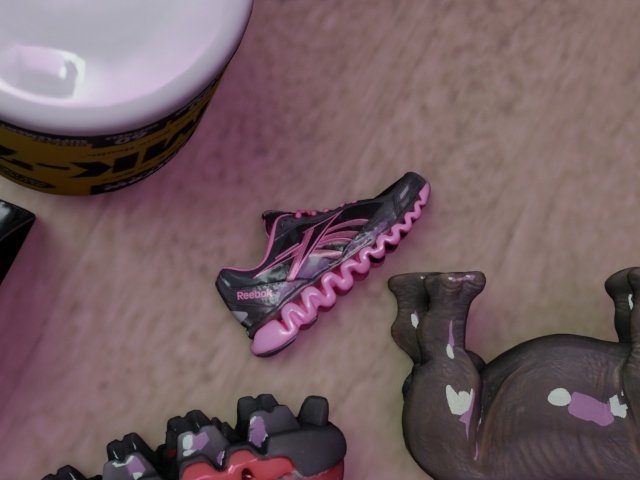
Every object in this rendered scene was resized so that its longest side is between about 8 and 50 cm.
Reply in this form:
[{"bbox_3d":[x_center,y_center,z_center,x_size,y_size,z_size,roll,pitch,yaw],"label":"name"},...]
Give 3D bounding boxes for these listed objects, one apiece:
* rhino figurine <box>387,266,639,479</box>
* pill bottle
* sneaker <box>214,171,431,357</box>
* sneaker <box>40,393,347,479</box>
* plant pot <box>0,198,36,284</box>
[{"bbox_3d":[0.144,0.064,0.544,0.243,0.073,0.106,-2,88,20],"label":"rhino figurine"},{"bbox_3d":[-0.097,-0.081,0.482,0.119,0.208,0.119,1,84,-11],"label":"pill bottle"},{"bbox_3d":[0.000,0.000,0.582,0.119,0.047,0.057,-40,82,-14],"label":"sneaker"},{"bbox_3d":[-0.099,0.168,0.514,0.276,0.097,0.135,-28,90,-11],"label":"sneaker"},{"bbox_3d":[-0.236,0.038,0.465,0.188,0.187,0.167,22,92,-9],"label":"plant pot"}]
